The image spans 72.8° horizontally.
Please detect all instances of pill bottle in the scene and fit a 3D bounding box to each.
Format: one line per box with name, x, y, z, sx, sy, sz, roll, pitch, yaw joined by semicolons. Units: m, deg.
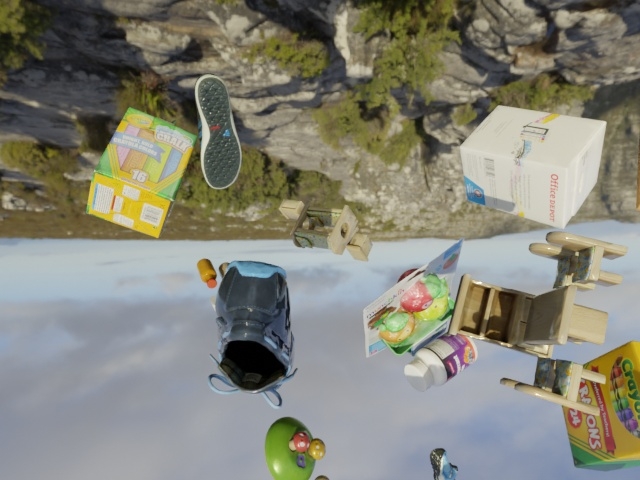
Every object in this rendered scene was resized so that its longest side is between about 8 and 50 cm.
pill bottle;0.326;0.330;1.187;0.193;0.108;0.108;-23;-171;-27

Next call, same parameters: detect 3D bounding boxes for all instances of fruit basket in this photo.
fruit basket;0.257;0.178;1.175;0.327;0.165;0.353;-33;153;-15

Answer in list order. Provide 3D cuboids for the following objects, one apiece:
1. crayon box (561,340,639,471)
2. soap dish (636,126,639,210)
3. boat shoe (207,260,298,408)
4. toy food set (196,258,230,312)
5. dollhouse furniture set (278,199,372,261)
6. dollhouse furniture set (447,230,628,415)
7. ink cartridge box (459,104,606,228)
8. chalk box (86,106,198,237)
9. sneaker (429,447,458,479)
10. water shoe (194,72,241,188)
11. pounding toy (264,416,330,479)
crayon box;0.625;0.339;0.887;0.081;0.202;0.319;9;145;-4
soap dish;0.789;-0.177;0.881;0.228;0.291;0.118;11;154;23
boat shoe;-0.081;0.121;0.466;0.108;0.089;0.258;1;143;4
toy food set;-0.228;0.149;1.127;0.111;0.232;0.104;-24;-147;-13
dollhouse furniture set;0.000;0.000;0.997;0.181;0.101;0.161;9;151;36
dollhouse furniture set;0.297;0.110;0.646;0.160;0.212;0.242;15;170;12
ink cartridge box;0.463;-0.168;0.959;0.232;0.171;0.168;27;-116;41
chalk box;-0.316;-0.140;0.795;0.132;0.213;0.132;21;141;-20
sneaker;0.388;0.702;1.349;0.073;0.162;0.063;-17;-155;-11
water shoe;-0.186;-0.197;0.790;0.072;0.203;0.080;-6;-151;-16
pounding toy;-0.041;0.590;1.176;0.110;0.237;0.183;-32;162;31
